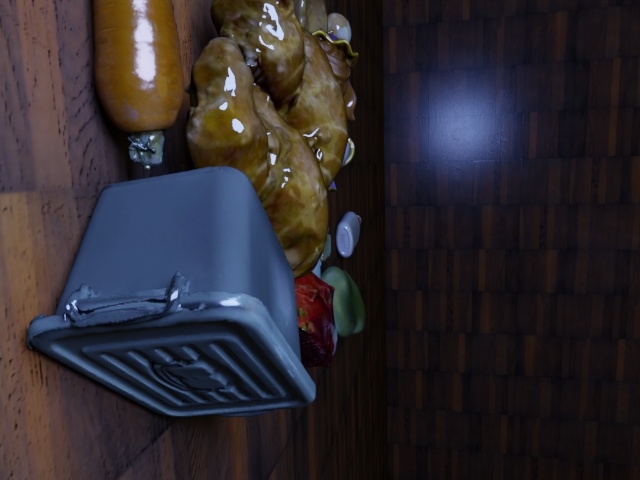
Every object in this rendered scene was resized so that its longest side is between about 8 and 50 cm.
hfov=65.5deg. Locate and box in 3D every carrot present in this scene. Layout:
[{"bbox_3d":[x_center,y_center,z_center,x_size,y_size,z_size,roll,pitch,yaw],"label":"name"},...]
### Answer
[{"bbox_3d":[-0.152,-0.223,0.387,0.069,0.069,0.336,-31,117,-76],"label":"carrot"}]

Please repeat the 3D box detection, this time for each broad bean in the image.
[{"bbox_3d":[0.049,0.152,1.218,0.228,0.100,0.169,43,41,-71],"label":"broad bean"}]

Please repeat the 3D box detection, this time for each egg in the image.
[{"bbox_3d":[0.040,-0.517,1.226,0.083,0.071,0.071,72,22,-47],"label":"egg"}]

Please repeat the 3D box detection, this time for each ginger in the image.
[{"bbox_3d":[-0.067,-0.140,0.580,0.274,0.152,0.358,57,34,-48],"label":"ginger"}]

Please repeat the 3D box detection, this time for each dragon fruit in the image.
[{"bbox_3d":[-0.033,0.090,0.770,0.274,0.126,0.161,72,22,-56],"label":"dragon fruit"}]

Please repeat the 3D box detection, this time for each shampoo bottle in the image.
[{"bbox_3d":[0.088,-0.031,1.488,0.221,0.051,0.108,-54,140,-68],"label":"shampoo bottle"}]

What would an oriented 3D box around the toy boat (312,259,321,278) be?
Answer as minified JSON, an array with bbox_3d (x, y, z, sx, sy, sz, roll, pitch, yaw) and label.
[{"bbox_3d":[-0.020,0.004,0.904,0.134,0.078,0.208,-90,174,-51],"label":"toy boat"}]

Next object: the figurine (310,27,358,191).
[{"bbox_3d":[-0.017,-0.210,0.794,0.189,0.142,0.264,2,92,-43],"label":"figurine"}]

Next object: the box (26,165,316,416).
[{"bbox_3d":[-0.100,0.055,0.425,0.243,0.163,0.135,69,15,-56],"label":"box"}]

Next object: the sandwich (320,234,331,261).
[{"bbox_3d":[0.000,0.000,1.126,0.105,0.035,0.093,-12,101,-78],"label":"sandwich"}]

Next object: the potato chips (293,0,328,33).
[{"bbox_3d":[-0.030,-0.416,0.927,0.208,0.061,0.195,-75,166,-53],"label":"potato chips"}]
